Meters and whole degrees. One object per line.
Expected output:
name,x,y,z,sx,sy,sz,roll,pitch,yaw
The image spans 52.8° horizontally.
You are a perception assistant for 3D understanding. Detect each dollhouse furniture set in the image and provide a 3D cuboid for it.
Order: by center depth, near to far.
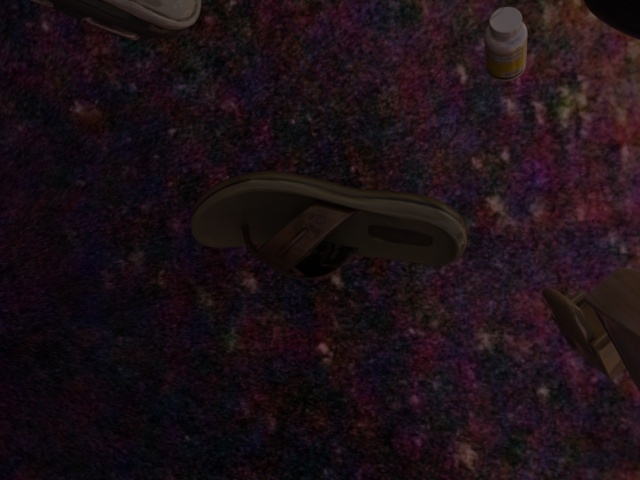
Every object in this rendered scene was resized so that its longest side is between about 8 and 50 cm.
dollhouse furniture set,0.413,0.027,0.617,0.303,0.286,0.198,-40,122,0

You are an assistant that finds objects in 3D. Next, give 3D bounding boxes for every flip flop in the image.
flip flop,0.000,0.000,0.627,0.112,0.277,0.080,81,20,-60

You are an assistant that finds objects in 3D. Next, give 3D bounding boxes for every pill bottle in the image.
pill bottle,0.290,-0.307,1.007,0.116,0.065,0.065,55,47,-64

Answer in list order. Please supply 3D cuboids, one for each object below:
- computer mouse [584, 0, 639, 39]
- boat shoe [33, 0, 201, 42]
computer mouse,0.283,-0.190,0.374,0.184,0.262,0.060,39,55,-50
boat shoe,-0.271,-0.269,0.604,0.335,0.095,0.112,15,71,-45
